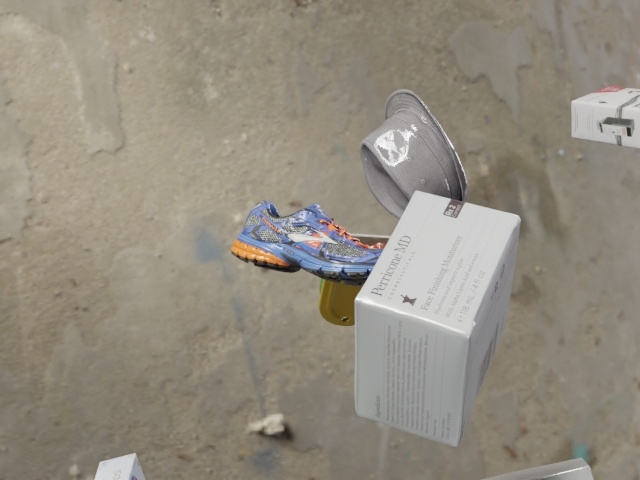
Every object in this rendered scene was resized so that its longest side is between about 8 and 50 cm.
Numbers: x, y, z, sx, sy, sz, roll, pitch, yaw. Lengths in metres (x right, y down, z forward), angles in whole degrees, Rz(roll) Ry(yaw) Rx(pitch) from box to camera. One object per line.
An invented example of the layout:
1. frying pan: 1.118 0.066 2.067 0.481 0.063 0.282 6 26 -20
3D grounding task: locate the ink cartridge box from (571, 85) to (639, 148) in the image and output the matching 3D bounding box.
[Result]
1. ink cartridge box: 0.426 -0.168 1.364 0.099 0.135 0.056 -24 117 -36

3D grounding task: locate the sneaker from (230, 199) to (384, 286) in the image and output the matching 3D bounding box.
1. sneaker: 0.000 0.000 1.187 0.083 0.221 0.087 32 70 -72

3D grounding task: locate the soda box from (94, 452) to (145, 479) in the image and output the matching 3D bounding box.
1. soda box: -0.343 0.446 1.666 0.216 0.069 0.074 -94 169 -71

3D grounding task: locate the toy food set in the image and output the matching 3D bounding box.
1. toy food set: 0.059 0.043 1.624 0.128 0.218 0.071 -2 45 -16

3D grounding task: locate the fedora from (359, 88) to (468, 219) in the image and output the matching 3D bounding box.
1. fedora: 0.163 -0.141 1.945 0.124 0.243 0.275 -31 98 -19

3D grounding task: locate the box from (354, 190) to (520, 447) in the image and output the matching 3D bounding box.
1. box: 0.120 0.080 1.041 0.182 0.119 0.181 87 25 -43

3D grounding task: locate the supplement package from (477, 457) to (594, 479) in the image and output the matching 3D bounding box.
1. supplement package: 0.273 0.382 1.309 0.203 0.194 0.149 37 39 -74
